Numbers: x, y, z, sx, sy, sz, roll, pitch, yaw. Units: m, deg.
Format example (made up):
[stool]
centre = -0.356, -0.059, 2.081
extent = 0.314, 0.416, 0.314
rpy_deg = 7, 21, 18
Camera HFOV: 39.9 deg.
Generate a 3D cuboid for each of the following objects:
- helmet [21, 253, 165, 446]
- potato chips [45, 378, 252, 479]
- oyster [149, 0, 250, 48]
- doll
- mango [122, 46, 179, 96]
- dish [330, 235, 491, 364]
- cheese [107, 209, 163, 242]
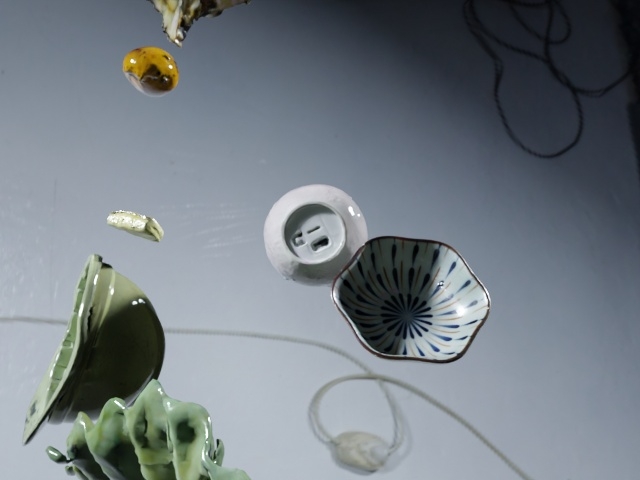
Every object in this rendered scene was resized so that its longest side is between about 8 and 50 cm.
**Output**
[helmet]
centre = -0.278, 0.159, 1.151
extent = 0.137, 0.204, 0.257
rpy_deg = 21, 93, -18
[potato chips]
centre = -0.066, 0.272, 0.722
extent = 0.373, 0.389, 0.097
rpy_deg = 31, 63, 34
[oyster]
centre = -0.194, -0.396, 1.144
extent = 0.107, 0.354, 0.201
rpy_deg = 34, 84, 19
[doll]
centre = 0.000, 0.000, 1.291
extent = 0.151, 0.287, 0.150
rpy_deg = 0, 85, 5
[mango]
centre = -0.235, -0.234, 1.212
extent = 0.077, 0.127, 0.063
rpy_deg = 37, 85, -25
[dish]
centre = 0.104, 0.084, 1.065
extent = 0.191, 0.066, 0.190
rpy_deg = 3, 53, -4
[cheese]
centre = -0.243, -0.020, 1.170
extent = 0.030, 0.083, 0.044
rpy_deg = -62, 141, -22
